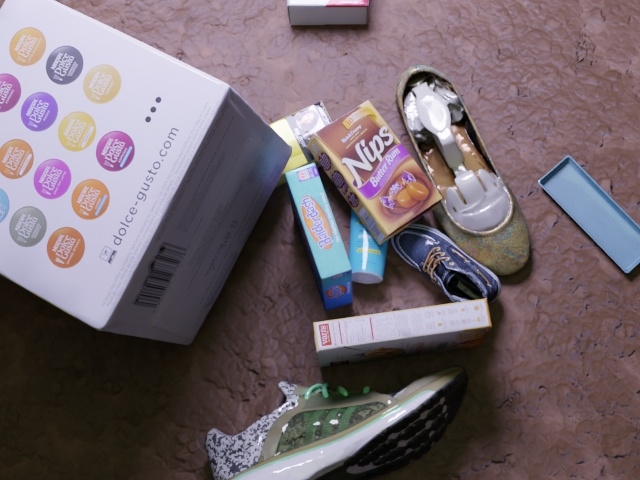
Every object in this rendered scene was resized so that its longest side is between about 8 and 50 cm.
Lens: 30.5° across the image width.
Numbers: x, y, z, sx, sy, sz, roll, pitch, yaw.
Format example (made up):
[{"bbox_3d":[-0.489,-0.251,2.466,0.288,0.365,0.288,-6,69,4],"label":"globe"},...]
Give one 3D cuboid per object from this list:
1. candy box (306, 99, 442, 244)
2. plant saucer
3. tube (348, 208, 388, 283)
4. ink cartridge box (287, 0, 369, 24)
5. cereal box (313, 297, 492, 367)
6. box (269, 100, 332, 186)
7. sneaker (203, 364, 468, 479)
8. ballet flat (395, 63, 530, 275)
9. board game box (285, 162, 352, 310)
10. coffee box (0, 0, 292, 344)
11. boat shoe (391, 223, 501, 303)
[{"bbox_3d":[0.078,-0.101,1.726,0.109,0.053,0.187,-34,81,-22],"label":"candy box"},{"bbox_3d":[0.415,-0.039,1.768,0.067,0.018,0.192,-40,77,-9],"label":"plant saucer"},{"bbox_3d":[0.077,-0.039,1.766,0.080,0.052,0.207,8,69,-5],"label":"tube"},{"bbox_3d":[0.013,-0.435,1.857,0.127,0.072,0.175,0,75,2],"label":"ink cartridge box"},{"bbox_3d":[0.111,0.133,1.650,0.240,0.173,0.047,-8,76,0],"label":"cereal box"},{"bbox_3d":[-0.085,-0.123,1.783,0.232,0.058,0.087,-24,78,-5],"label":"box"},{"bbox_3d":[0.011,0.249,1.649,0.410,0.158,0.182,-25,58,-10],"label":"sneaker"},{"bbox_3d":[0.204,-0.110,1.742,0.123,0.123,0.348,-23,76,-4],"label":"ballet flat"},{"bbox_3d":[0.000,0.000,1.669,0.047,0.210,0.160,-18,74,-3],"label":"board game box"},{"bbox_3d":[-0.289,-0.087,1.594,0.334,0.338,0.338,28,89,15],"label":"coffee box"},{"bbox_3d":[0.176,0.034,1.707,0.183,0.083,0.065,31,106,15],"label":"boat shoe"}]
